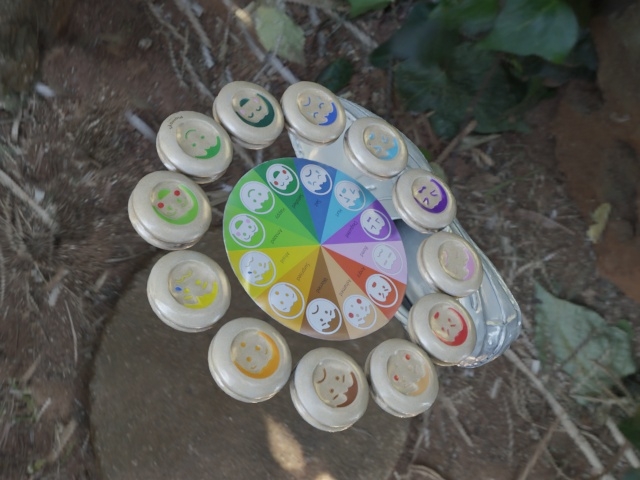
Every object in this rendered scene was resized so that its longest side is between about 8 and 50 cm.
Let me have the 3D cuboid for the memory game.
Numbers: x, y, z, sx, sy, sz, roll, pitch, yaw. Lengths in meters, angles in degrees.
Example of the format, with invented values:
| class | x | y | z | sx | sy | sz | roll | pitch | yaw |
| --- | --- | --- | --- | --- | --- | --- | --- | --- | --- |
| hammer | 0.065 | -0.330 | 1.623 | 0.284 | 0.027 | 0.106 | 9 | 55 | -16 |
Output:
| class | x | y | z | sx | sy | sz | roll | pitch | yaw |
| --- | --- | --- | --- | --- | --- | --- | --- | --- | --- |
| memory game | 0.000 | 0.000 | 0.429 | 0.186 | 0.012 | 0.186 | 15 | 56 | -23 |

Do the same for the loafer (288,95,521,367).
| class | x | y | z | sx | sy | sz | roll | pitch | yaw |
| --- | --- | --- | --- | --- | --- | --- | --- | --- | --- |
| loafer | 0.066 | -0.019 | 0.854 | 0.112 | 0.111 | 0.319 | -48 | 67 | 22 |
